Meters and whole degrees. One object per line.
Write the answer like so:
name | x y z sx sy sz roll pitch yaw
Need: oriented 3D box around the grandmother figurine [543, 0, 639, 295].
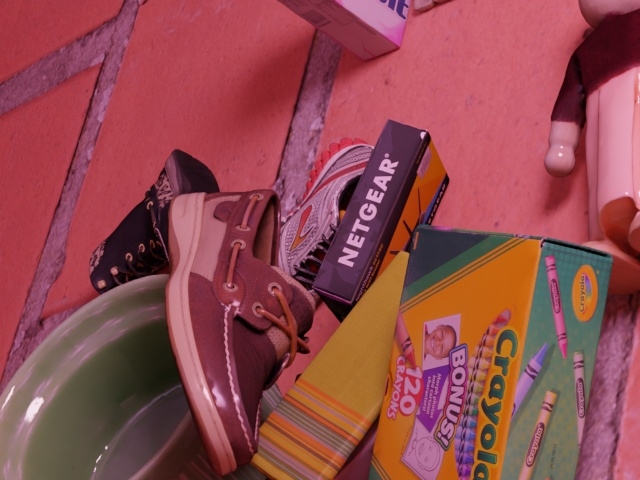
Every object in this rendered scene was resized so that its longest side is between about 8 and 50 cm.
grandmother figurine | 0.267 -0.130 1.453 0.207 0.104 0.342 -24 48 30

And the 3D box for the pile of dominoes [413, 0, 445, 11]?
pile of dominoes | 0.194 -0.379 1.838 0.196 0.040 0.251 -15 60 47

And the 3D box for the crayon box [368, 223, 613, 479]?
crayon box | 0.130 0.134 1.364 0.165 0.081 0.279 7 86 56

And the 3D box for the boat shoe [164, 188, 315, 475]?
boat shoe | -0.066 0.065 1.519 0.123 0.123 0.342 -12 35 3

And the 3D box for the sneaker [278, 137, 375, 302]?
sneaker | 0.000 0.000 1.714 0.225 0.088 0.092 -59 33 -2

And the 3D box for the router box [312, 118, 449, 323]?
router box | 0.060 -0.008 1.600 0.046 0.133 0.179 20 78 20

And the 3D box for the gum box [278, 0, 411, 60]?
gum box | 0.013 -0.292 1.846 0.062 0.188 0.107 -16 52 47

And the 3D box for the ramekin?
ramekin | -0.179 0.196 1.683 0.303 0.148 0.303 -26 36 21

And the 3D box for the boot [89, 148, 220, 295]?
boot | -0.189 0.018 1.961 0.178 0.085 0.236 -47 27 21

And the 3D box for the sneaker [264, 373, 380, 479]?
sneaker | -0.006 0.205 1.541 0.295 0.104 0.147 -43 33 10

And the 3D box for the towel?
towel | 0.034 0.119 1.481 0.237 0.021 0.102 -52 42 -9
